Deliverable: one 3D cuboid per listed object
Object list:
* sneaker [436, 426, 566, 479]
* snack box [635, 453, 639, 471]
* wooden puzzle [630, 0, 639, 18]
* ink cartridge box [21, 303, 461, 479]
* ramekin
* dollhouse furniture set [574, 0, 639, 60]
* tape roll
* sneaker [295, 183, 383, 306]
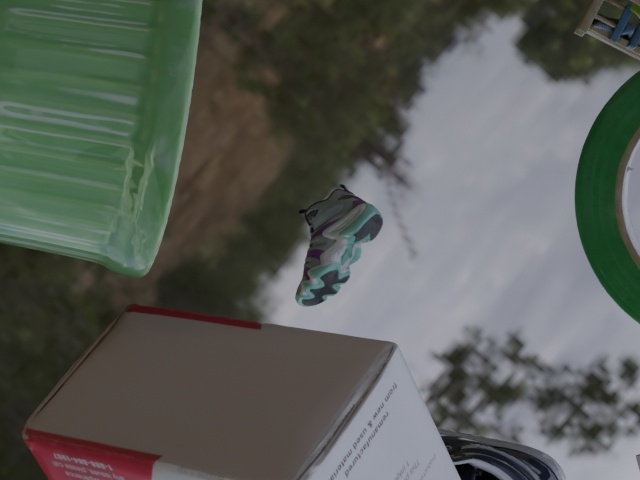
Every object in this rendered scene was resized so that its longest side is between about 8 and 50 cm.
[{"bbox_3d":[0.071,0.215,1.689,0.153,0.282,0.099,-20,115,-76],"label":"sneaker"},{"bbox_3d":[0.367,0.207,1.713,0.178,0.064,0.022,-19,176,43],"label":"snack box"},{"bbox_3d":[0.376,-0.156,1.723,0.239,0.221,0.044,23,102,-53],"label":"wooden puzzle"},{"bbox_3d":[-0.016,0.198,1.208,0.226,0.306,0.131,6,-133,37],"label":"ink cartridge box"},{"bbox_3d":[-0.188,-0.130,1.438,0.303,0.148,0.303,-173,-90,-78],"label":"ramekin"},{"bbox_3d":[0.383,-0.271,2.176,0.129,0.129,0.184,-63,178,3],"label":"dollhouse furniture set"},{"bbox_3d":[0.423,-0.045,1.952,0.321,0.321,0.077,-49,175,12],"label":"tape roll"},{"bbox_3d":[0.000,0.000,1.523,0.098,0.069,0.038,-51,144,5],"label":"sneaker"}]
